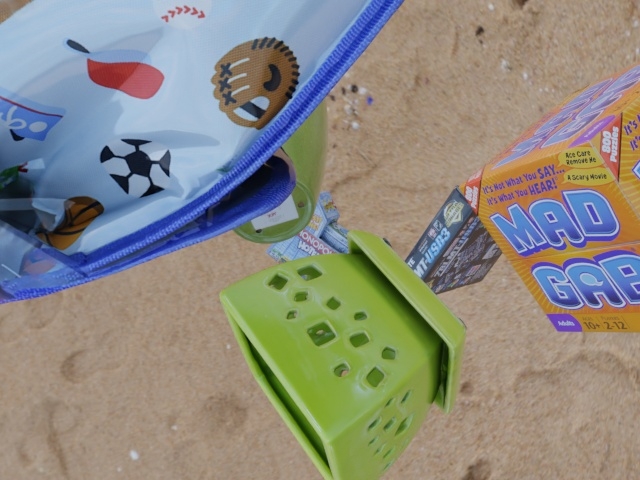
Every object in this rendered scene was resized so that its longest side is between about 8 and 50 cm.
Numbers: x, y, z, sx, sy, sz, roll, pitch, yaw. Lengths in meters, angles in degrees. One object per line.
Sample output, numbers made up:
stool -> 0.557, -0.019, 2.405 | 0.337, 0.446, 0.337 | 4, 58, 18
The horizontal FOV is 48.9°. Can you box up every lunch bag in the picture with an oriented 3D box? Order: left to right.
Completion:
lunch bag -> -0.101, -0.159, 0.505 | 0.239, 0.328, 0.385 | 37, 98, -19

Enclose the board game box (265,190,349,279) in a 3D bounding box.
board game box -> 0.000, 0.000, 1.545 | 0.194, 0.060, 0.194 | 37, 119, 20

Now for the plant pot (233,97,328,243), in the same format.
plant pot -> -0.102, -0.140, 1.162 | 0.275, 0.275, 0.293 | -37, 39, 20

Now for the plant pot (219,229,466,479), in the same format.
plant pot -> 0.039, 0.137, 0.837 | 0.207, 0.228, 0.227 | -32, 57, -14

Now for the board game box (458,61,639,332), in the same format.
board game box -> 0.552, -0.082, 1.251 | 0.356, 0.356, 0.356 | -39, 98, -21

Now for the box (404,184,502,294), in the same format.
box -> 0.325, -0.005, 1.543 | 0.073, 0.293, 0.295 | 51, 130, 29
